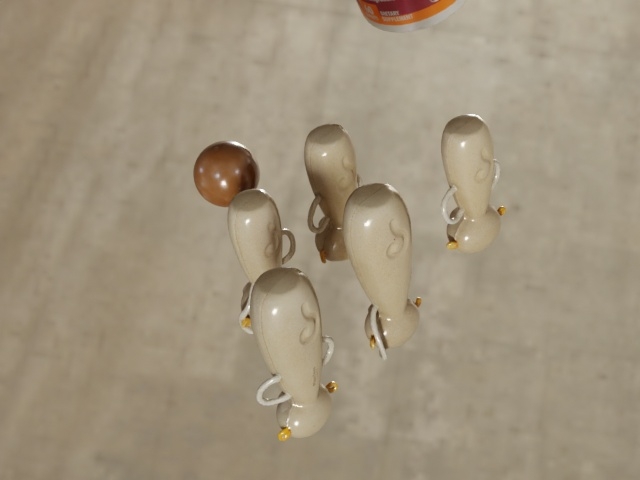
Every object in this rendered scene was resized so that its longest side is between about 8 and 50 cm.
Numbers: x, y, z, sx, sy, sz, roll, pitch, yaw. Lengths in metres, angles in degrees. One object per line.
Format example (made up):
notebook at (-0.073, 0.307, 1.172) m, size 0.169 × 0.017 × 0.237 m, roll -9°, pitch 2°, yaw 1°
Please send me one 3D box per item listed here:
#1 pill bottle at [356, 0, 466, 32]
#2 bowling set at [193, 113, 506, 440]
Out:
pill bottle at (0.058, -0.310, 1.653) m, size 0.121 × 0.121 × 0.221 m, roll -79°, pitch 151°, yaw -41°
bowling set at (0.000, 0.000, 1.421) m, size 0.287 × 0.200 × 0.154 m, roll -37°, pitch 137°, yaw -28°
